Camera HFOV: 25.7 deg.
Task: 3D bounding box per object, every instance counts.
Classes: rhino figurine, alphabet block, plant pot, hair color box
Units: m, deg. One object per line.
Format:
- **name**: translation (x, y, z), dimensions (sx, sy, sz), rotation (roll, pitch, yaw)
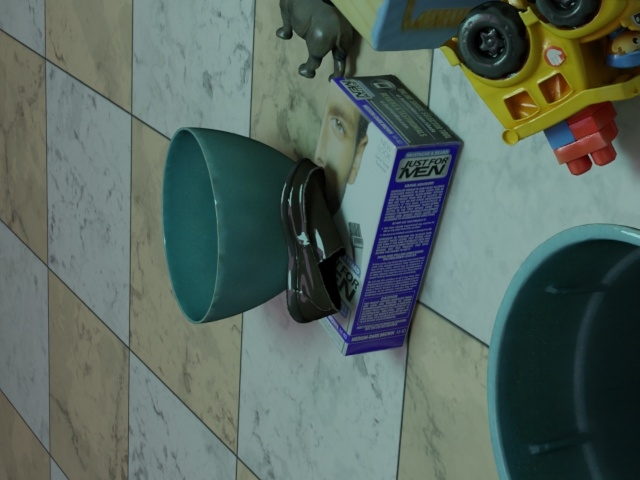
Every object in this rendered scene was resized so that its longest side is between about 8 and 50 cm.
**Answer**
- **rhino figurine**: translation (-0.023, -0.332, 2.017), dimensions (0.243, 0.073, 0.106), rotation (60, 148, 37)
- **alphabet block**: translation (0.112, -0.347, 1.584), dimensions (0.197, 0.192, 0.193), rotation (54, 139, 39)
- **plant pot**: translation (-0.106, -0.027, 2.099), dimensions (0.290, 0.196, 0.290), rotation (176, 90, -68)
- **hair color box**: translation (0.064, -0.033, 1.902), dimensions (0.185, 0.110, 0.338), rotation (51, 137, 45)
- **plant pot**: translation (0.372, 0.135, 1.153), dimensions (0.341, 0.334, 0.341), rotation (25, 119, 57)

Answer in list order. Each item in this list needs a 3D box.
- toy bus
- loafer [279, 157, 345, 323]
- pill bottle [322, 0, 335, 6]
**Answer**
- **toy bus**: translation (0.269, -0.184, 1.457), dimensions (0.220, 0.149, 0.211), rotation (-28, 93, 37)
- **loafer**: translation (0.000, 0.000, 1.857), dimensions (0.078, 0.080, 0.220), rotation (0, 97, 28)
- **pill bottle**: translation (0.039, -0.418, 1.814), dimensions (0.123, 0.123, 0.219), rotation (45, 147, 48)
